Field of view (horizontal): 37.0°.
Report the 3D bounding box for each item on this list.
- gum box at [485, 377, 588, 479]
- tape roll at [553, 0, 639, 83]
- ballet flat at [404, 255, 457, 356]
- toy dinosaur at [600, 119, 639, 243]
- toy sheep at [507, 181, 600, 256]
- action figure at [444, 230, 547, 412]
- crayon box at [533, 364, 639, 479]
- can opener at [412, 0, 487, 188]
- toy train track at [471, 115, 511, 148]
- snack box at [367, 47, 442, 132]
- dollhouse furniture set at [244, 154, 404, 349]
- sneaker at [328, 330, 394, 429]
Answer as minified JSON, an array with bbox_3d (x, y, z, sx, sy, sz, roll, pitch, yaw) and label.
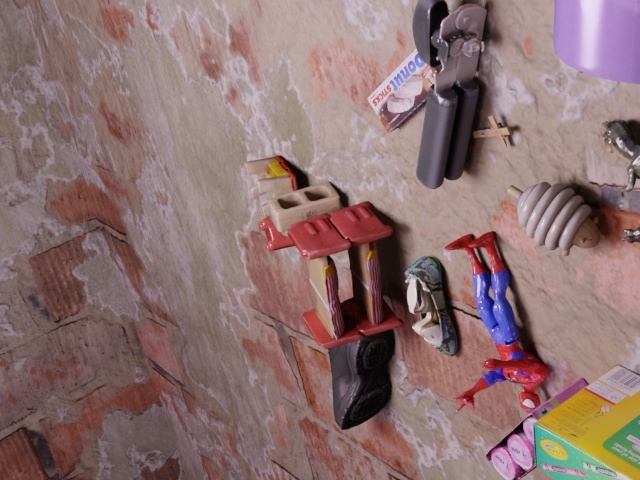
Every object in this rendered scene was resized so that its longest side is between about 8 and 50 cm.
[{"bbox_3d":[0.324,0.284,1.397,0.062,0.107,0.188,53,151,18],"label":"gum box"},{"bbox_3d":[0.313,-0.219,0.887,0.189,0.189,0.080,33,140,44],"label":"tape roll"},{"bbox_3d":[0.174,0.117,1.560,0.070,0.070,0.188,15,127,55],"label":"ballet flat"},{"bbox_3d":[0.397,-0.039,1.044,0.268,0.064,0.118,34,135,38],"label":"toy dinosaur"},{"bbox_3d":[0.292,-0.031,1.205,0.132,0.091,0.091,29,141,20],"label":"toy sheep"},{"bbox_3d":[0.239,0.143,1.400,0.091,0.139,0.280,-9,108,63],"label":"action figure"},{"bbox_3d":[0.418,0.273,1.161,0.278,0.165,0.081,29,137,48],"label":"crayon box"},{"bbox_3d":[0.168,-0.198,1.282,0.093,0.074,0.280,44,147,40],"label":"can opener"},{"bbox_3d":[0.232,-0.147,1.284,0.048,0.014,0.083,62,159,-14],"label":"toy train track"},{"bbox_3d":[0.127,-0.220,1.390,0.064,0.022,0.178,60,152,4],"label":"snack box"},{"bbox_3d":[0.000,0.000,1.716,0.374,0.152,0.201,-126,23,-55],"label":"dollhouse furniture set"},{"bbox_3d":[0.066,0.243,1.838,0.130,0.109,0.286,47,140,41],"label":"sneaker"}]
